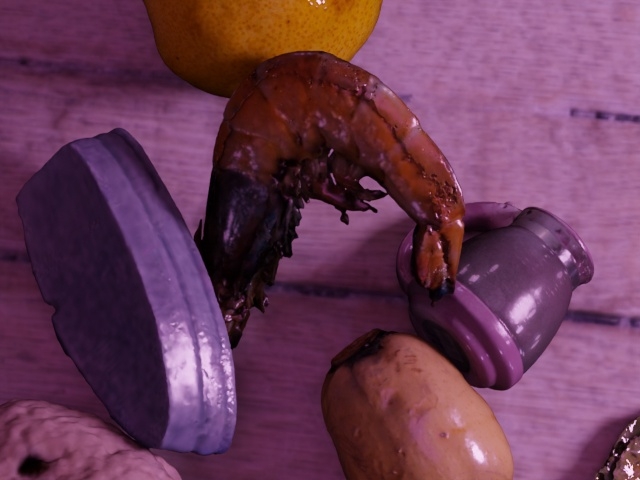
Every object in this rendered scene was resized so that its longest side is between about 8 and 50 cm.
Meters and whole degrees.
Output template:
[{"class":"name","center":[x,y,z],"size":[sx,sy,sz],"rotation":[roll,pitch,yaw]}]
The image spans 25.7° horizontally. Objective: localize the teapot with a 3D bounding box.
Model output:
[{"class":"teapot","center":[0.143,0.037,1.138],"size":[0.146,0.148,0.116],"rotation":[-40,116,-17]}]

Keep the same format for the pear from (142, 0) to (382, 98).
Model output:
[{"class":"pear","center":[-0.045,-0.213,1.137],"size":[0.208,0.209,0.209],"rotation":[-1,78,3]}]

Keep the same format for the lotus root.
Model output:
[{"class":"lotus root","center":[0.082,0.169,1.091],"size":[0.118,0.125,0.221],"rotation":[-24,76,-33]}]

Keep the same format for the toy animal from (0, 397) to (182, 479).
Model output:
[{"class":"toy animal","center":[-0.191,0.290,1.042],"size":[0.226,0.188,0.359],"rotation":[0,71,6]}]

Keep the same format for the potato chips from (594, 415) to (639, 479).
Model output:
[{"class":"potato chips","center":[0.318,0.236,1.112],"size":[0.202,0.029,0.220],"rotation":[-4,73,-4]}]

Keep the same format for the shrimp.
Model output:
[{"class":"shrimp","center":[0.000,0.000,1.090],"size":[0.222,0.054,0.290],"rotation":[32,122,11]}]

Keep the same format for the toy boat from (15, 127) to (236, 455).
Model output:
[{"class":"toy boat","center":[-0.149,0.046,1.125],"size":[0.127,0.078,0.283],"rotation":[-39,68,33]}]
